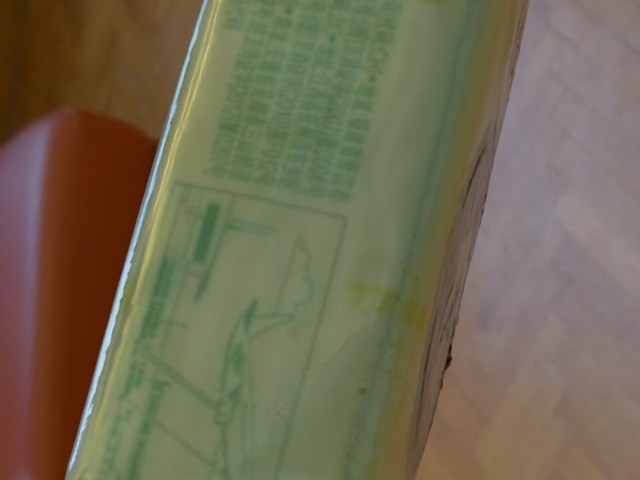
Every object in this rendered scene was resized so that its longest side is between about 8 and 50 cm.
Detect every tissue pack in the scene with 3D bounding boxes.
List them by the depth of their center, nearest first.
[{"bbox_3d":[0.000,0.000,0.905,0.287,0.162,0.388,84,-160,-72],"label":"tissue pack"}]
